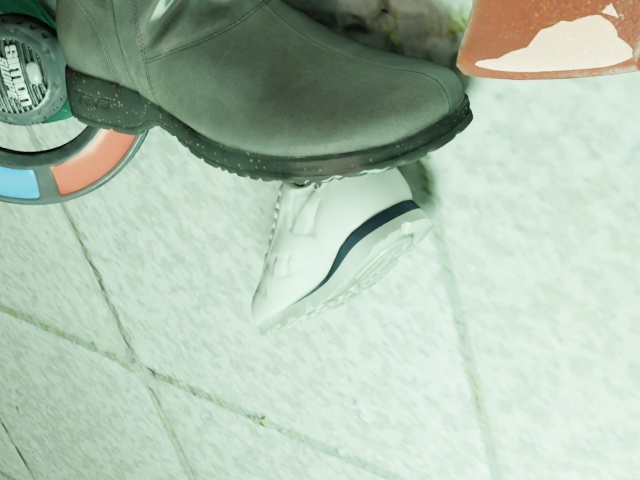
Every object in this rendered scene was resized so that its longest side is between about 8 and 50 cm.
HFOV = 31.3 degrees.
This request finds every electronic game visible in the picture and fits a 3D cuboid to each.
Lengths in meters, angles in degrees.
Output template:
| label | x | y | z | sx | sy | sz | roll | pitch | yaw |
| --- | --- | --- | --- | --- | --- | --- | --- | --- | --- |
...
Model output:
| label | x | y | z | sx | sy | sz | roll | pitch | yaw |
| --- | --- | --- | --- | --- | --- | --- | --- | --- | --- |
| electronic game | -0.243 | -0.136 | 0.913 | 0.229 | 0.048 | 0.229 | 2 | 113 | 4 |

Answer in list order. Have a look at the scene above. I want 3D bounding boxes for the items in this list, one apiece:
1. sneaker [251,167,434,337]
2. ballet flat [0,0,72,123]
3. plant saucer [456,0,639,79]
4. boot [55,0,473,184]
| label | x | y | z | sx | sy | sz | roll | pitch | yaw |
| --- | --- | --- | --- | --- | --- | --- | --- | --- | --- |
| sneaker | 0.000 | 0.000 | 0.862 | 0.095 | 0.090 | 0.235 | 56 | 145 | 9 |
| ballet flat | -0.287 | -0.201 | 0.955 | 0.247 | 0.087 | 0.083 | 55 | 148 | -11 |
| plant saucer | 0.175 | -0.162 | 0.308 | 0.048 | 0.258 | 0.259 | 52 | 152 | 26 |
| boot | -0.068 | -0.169 | 0.726 | 0.338 | 0.118 | 0.222 | 12 | 124 | 31 |
